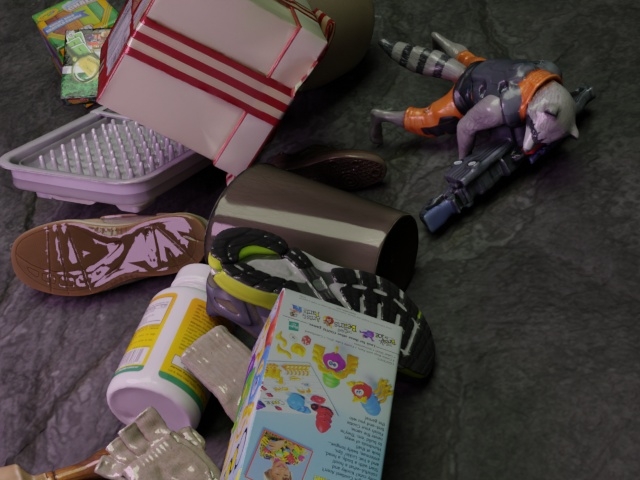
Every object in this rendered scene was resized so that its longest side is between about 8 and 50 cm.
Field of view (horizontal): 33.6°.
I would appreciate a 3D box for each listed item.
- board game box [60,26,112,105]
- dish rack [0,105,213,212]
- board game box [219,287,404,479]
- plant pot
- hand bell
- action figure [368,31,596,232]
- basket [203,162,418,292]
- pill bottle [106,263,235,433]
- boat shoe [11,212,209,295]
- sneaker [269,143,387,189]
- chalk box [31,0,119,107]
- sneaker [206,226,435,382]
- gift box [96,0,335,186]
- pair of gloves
[{"bbox_3d":[-0.299,-0.296,1.767,0.259,0.030,0.136,-4,70,4],"label":"board game box"},{"bbox_3d":[-0.287,-0.131,1.620,0.285,0.072,0.333,10,28,27],"label":"dish rack"},{"bbox_3d":[-0.018,0.215,1.104,0.144,0.142,0.275,19,49,-7],"label":"board game box"},{"bbox_3d":[-0.026,-0.360,1.723,0.191,0.284,0.284,7,32,-29],"label":"plant pot"},{"bbox_3d":[-0.304,0.278,1.237,0.242,0.126,0.126,-17,40,-16],"label":"hand bell"},{"bbox_3d":[0.205,-0.178,1.485,0.330,0.178,0.341,17,51,45],"label":"action figure"},{"bbox_3d":[0.000,0.000,1.380,0.227,0.154,0.204,15,28,25],"label":"basket"},{"bbox_3d":[-0.174,0.132,1.319,0.117,0.118,0.208,1,45,20],"label":"pill bottle"},{"bbox_3d":[-0.290,0.013,1.515,0.302,0.109,0.098,-9,4,13],"label":"boat shoe"},{"bbox_3d":[0.008,-0.118,1.559,0.188,0.066,0.071,-3,45,19],"label":"sneaker"},{"bbox_3d":[-0.429,-0.363,1.935,0.132,0.132,0.213,-30,43,-13],"label":"chalk box"},{"bbox_3d":[-0.004,0.092,1.271,0.300,0.121,0.111,27,46,0],"label":"sneaker"},{"bbox_3d":[-0.143,-0.239,1.436,0.255,0.258,0.276,-54,25,24],"label":"gift box"},{"bbox_3d":[-0.107,0.227,1.185,0.204,0.042,0.240,35,53,7],"label":"pair of gloves"}]
